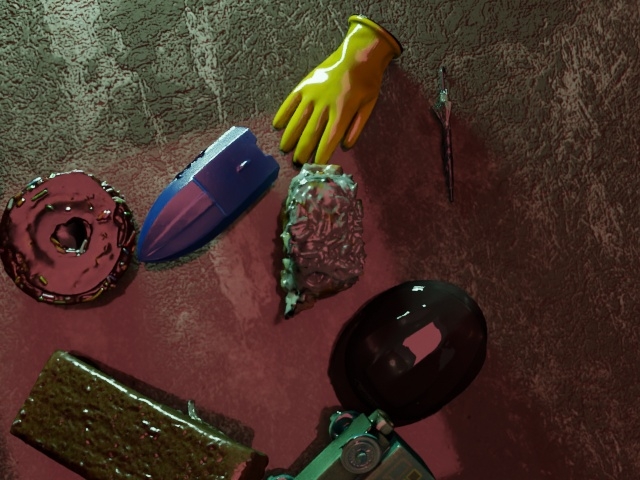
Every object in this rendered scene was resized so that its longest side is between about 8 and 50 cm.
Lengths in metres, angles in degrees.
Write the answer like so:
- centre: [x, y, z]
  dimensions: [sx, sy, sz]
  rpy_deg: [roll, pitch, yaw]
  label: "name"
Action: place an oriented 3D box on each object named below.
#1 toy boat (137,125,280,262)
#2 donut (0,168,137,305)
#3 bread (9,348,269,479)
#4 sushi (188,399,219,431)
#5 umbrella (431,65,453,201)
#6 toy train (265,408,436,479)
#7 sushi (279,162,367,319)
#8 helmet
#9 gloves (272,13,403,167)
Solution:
- centre: [-0.214, -0.066, 1.358]
  dimensions: [0.295, 0.088, 0.129]
  rpy_deg: [-46, 104, -17]
  label: "toy boat"
- centre: [-0.430, -0.001, 1.327]
  dimensions: [0.234, 0.089, 0.235]
  rpy_deg: [1, 81, -7]
  label: "donut"
- centre: [-0.286, 0.324, 1.206]
  dimensions: [0.416, 0.113, 0.165]
  rpy_deg: [21, 77, 25]
  label: "bread"
- centre: [-0.194, 0.414, 1.295]
  dimensions: [0.109, 0.134, 0.273]
  rpy_deg: [14, 65, -19]
  label: "sushi"
- centre: [0.238, -0.208, 1.476]
  dimensions: [0.044, 0.044, 0.269]
  rpy_deg: [-6, 80, 22]
  label: "umbrella"
- centre: [0.038, 0.430, 1.301]
  dimensions: [0.298, 0.120, 0.194]
  rpy_deg: [-43, 108, 0]
  label: "toy train"
- centre: [0.000, 0.000, 1.337]
  dimensions: [0.139, 0.184, 0.274]
  rpy_deg: [-1, 83, -7]
  label: "sushi"
- centre: [0.166, 0.197, 1.338]
  dimensions: [0.225, 0.177, 0.305]
  rpy_deg: [46, 77, -1]
  label: "helmet"
- centre: [0.024, -0.268, 1.438]
  dimensions: [0.133, 0.116, 0.294]
  rpy_deg: [33, 87, 26]
  label: "gloves"
